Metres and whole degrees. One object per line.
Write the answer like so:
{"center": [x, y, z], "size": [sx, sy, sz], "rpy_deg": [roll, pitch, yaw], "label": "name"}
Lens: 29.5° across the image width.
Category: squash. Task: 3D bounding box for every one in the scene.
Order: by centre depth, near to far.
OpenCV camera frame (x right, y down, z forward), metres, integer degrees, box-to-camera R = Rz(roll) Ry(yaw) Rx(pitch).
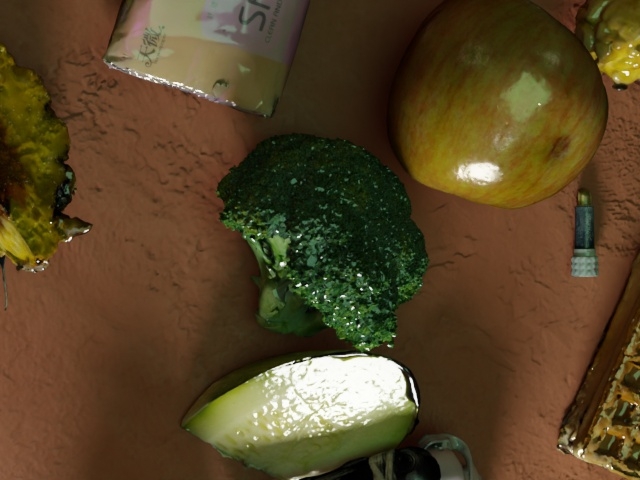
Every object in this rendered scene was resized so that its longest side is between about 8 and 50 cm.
{"center": [-0.007, 0.207, 1.446], "size": [0.237, 0.155, 0.204], "rpy_deg": [30, 86, -19], "label": "squash"}

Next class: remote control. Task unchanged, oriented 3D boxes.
{"center": [0.014, 0.310, 1.447], "size": [0.266, 0.090, 0.066], "rpy_deg": [-25, 143, 12], "label": "remote control"}

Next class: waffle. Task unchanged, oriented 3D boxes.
{"center": [0.466, 0.176, 1.607], "size": [0.213, 0.091, 0.308], "rpy_deg": [23, 88, -16], "label": "waffle"}

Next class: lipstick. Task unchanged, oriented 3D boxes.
{"center": [0.346, -0.011, 1.586], "size": [0.037, 0.037, 0.116], "rpy_deg": [0, 92, -16], "label": "lipstick"}

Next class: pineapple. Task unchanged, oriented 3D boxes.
{"center": [-0.373, -0.108, 1.341], "size": [0.334, 0.158, 0.161], "rpy_deg": [54, 41, -18], "label": "pineapple"}

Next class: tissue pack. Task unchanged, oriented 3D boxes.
{"center": [-0.117, -0.290, 1.387], "size": [0.215, 0.123, 0.257], "rpy_deg": [15, 98, -18], "label": "tissue pack"}

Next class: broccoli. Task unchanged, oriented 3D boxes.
{"center": [0.000, 0.000, 1.411], "size": [0.269, 0.261, 0.241], "rpy_deg": [16, 129, -13], "label": "broccoli"}

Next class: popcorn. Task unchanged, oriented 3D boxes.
{"center": [0.399, -0.262, 1.525], "size": [0.167, 0.148, 0.152], "rpy_deg": [4, 116, -6], "label": "popcorn"}

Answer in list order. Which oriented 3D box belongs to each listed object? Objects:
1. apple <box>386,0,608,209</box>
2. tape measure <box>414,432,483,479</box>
{"center": [0.201, -0.155, 1.426], "size": [0.264, 0.264, 0.264], "rpy_deg": [-1, 95, -16], "label": "apple"}
{"center": [0.130, 0.369, 1.515], "size": [0.236, 0.120, 0.197], "rpy_deg": [-48, 116, -11], "label": "tape measure"}
